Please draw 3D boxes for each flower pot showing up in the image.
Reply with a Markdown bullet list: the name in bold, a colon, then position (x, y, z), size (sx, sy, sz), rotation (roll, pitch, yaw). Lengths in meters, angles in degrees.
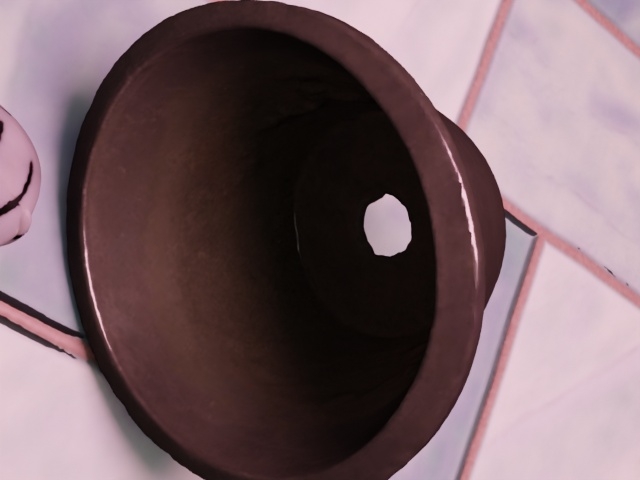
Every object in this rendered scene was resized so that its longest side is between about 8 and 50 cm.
- **flower pot**: position (0.000, 0.000, 0.620), size (0.166, 0.269, 0.269), rotation (-13, 93, -57)

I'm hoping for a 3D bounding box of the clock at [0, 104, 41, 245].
- **clock**: position (-0.207, -0.065, 0.537), size (0.176, 0.117, 0.080), rotation (48, 62, -21)
